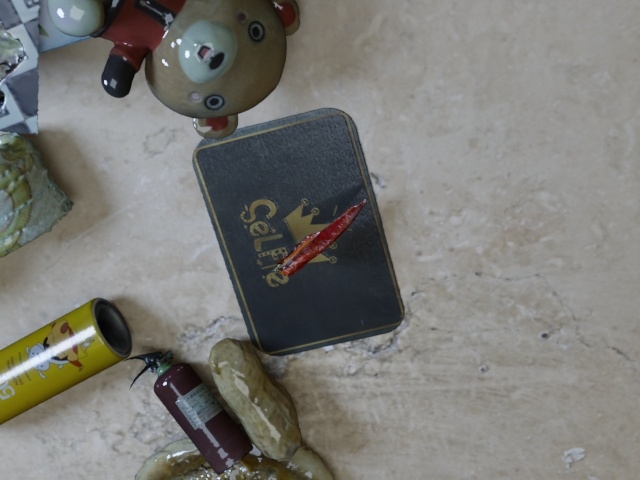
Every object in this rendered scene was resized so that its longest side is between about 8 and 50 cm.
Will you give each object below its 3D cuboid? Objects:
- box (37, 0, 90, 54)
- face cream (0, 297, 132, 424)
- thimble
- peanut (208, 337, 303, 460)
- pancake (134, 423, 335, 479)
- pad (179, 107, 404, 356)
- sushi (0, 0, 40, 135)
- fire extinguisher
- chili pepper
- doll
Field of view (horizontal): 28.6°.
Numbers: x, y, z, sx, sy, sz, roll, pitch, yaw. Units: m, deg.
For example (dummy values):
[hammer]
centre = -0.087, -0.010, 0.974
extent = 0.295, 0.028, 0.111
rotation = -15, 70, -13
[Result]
[box]
centre = -0.435, -0.309, 1.668
extent = 0.232, 0.083, 0.143
rotation = -17, 112, -2
[face cream]
centre = -0.458, 0.208, 1.920
extent = 0.348, 0.105, 0.105
rotation = -28, 110, 15
[thimble]
centre = -0.462, -0.061, 1.779
extent = 0.190, 0.137, 0.144
rotation = -23, 112, 1
[peanut]
centre = -0.101, 0.243, 1.919
extent = 0.099, 0.099, 0.214
rotation = -34, 104, 17
[pancake]
centre = -0.134, 0.450, 2.034
extent = 0.356, 0.065, 0.356
rotation = 0, 111, 1
[pad]
centre = -0.062, 0.015, 1.830
extent = 0.314, 0.063, 0.375
rotation = -13, 113, 10
[sushi]
centre = -0.496, -0.285, 1.590
extent = 0.292, 0.059, 0.294
rotation = 5, 116, -3
[fire extinguisher]
centre = -0.208, 0.257, 1.920
extent = 0.231, 0.099, 0.071
rotation = 51, 148, 0
[chili pepper]
centre = 0.000, 0.000, 1.791
extent = 0.178, 0.045, 0.027
rotation = -40, 104, 2
[doll]
centre = -0.196, -0.282, 1.624
extent = 0.330, 0.174, 0.235
rotation = 29, 96, -26
